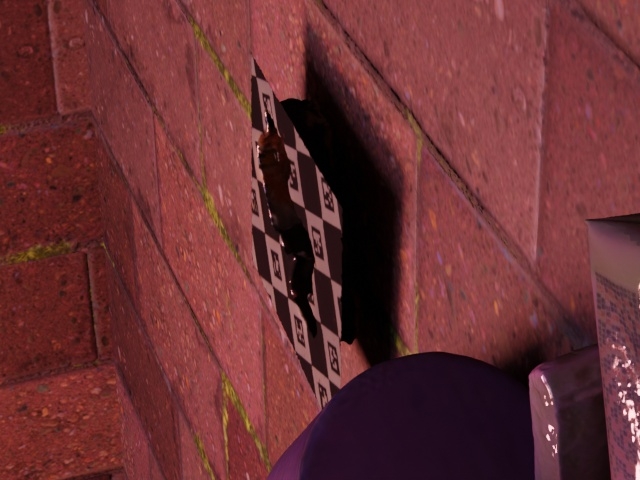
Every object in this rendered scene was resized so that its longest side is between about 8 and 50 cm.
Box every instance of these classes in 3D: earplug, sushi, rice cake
[{"bbox_3d":[0.054,0.229,1.696,0.456,0.215,0.215,131,126,-76],"label":"earplug"},{"bbox_3d":[0.000,0.000,1.961,0.292,0.059,0.294,-117,22,-47],"label":"sushi"},{"bbox_3d":[0.190,0.227,1.437,0.056,0.073,0.365,-128,28,-54],"label":"rice cake"}]

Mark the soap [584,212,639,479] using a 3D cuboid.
[{"bbox_3d":[0.237,0.085,1.028,0.182,0.138,0.199,-157,58,-70],"label":"soap"}]
